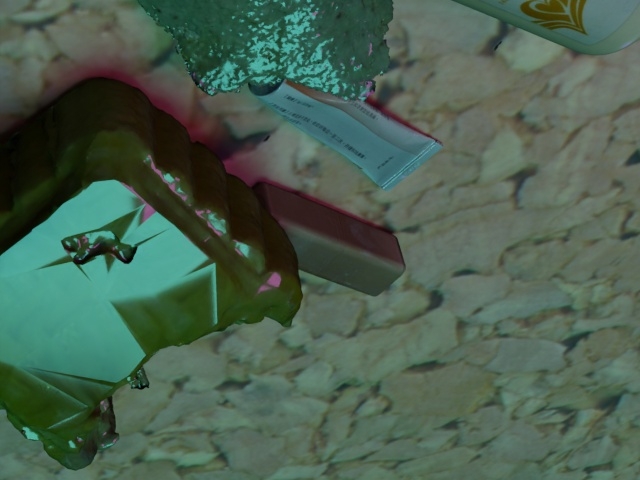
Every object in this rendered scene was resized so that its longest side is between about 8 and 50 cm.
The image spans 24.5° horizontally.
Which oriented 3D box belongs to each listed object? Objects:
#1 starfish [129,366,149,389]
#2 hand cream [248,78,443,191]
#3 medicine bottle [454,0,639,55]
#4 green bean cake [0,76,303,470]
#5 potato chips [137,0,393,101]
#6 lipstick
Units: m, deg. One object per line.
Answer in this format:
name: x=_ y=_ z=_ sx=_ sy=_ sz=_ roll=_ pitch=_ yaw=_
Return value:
starfish: x=-0.205 y=0.034 z=1.157 sx=0.213 sy=0.057 sz=0.238 roll=-23 pitch=122 yaw=3
hand cream: x=0.011 y=-0.094 z=1.085 sx=0.052 sy=0.038 sz=0.216 roll=-10 pitch=155 yaw=36
medicine bottle: x=0.102 y=-0.202 z=0.915 sx=0.252 sy=0.114 sz=0.114 roll=16 pitch=132 yaw=-31
green bean cake: x=-0.156 y=0.033 z=1.058 sx=0.236 sy=0.124 sz=0.233 roll=-38 pitch=119 yaw=14
potato chips: x=-0.051 y=-0.167 z=0.951 sx=0.228 sy=0.059 sz=0.167 roll=-1 pitch=136 yaw=-16
lipstick: x=0.000 y=0.000 z=1.183 sx=0.145 sy=0.045 sz=0.045 roll=22 pitch=128 yaw=-38
